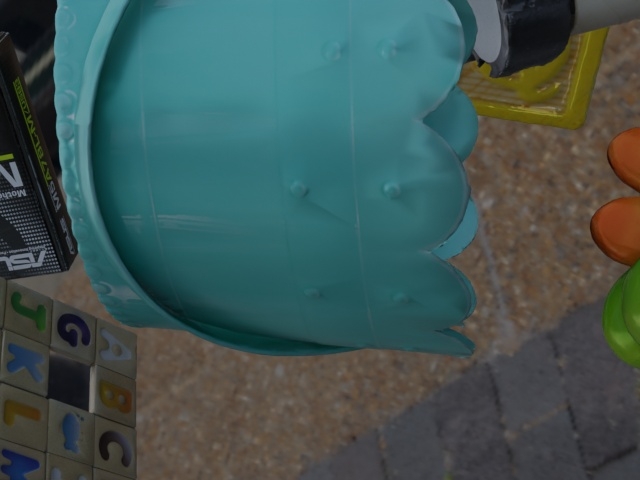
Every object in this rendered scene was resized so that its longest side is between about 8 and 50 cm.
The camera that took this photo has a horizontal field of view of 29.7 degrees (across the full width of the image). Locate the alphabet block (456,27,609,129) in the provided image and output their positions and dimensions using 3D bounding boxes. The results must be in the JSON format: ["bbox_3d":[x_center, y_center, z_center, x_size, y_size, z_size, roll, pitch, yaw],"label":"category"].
[{"bbox_3d":[0.238,-0.268,1.466,0.197,0.193,0.192,-82,-1,-61],"label":"alphabet block"}]

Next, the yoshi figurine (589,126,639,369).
[{"bbox_3d":[0.312,-0.041,0.670,0.362,0.203,0.203,-48,45,-14],"label":"yoshi figurine"}]

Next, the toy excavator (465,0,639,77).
[{"bbox_3d":[0.185,-0.363,0.900,0.433,0.222,0.445,-145,40,-74],"label":"toy excavator"}]

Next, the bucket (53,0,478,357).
[{"bbox_3d":[-0.011,-0.073,0.626,0.183,0.281,0.281,-2,64,9],"label":"bucket"}]

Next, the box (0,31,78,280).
[{"bbox_3d":[-0.297,-0.051,0.899,0.191,0.184,0.045,-7,25,9],"label":"box"}]

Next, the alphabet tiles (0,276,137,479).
[{"bbox_3d":[-0.195,0.132,0.779,0.009,0.198,0.237,-30,50,30],"label":"alphabet tiles"}]
